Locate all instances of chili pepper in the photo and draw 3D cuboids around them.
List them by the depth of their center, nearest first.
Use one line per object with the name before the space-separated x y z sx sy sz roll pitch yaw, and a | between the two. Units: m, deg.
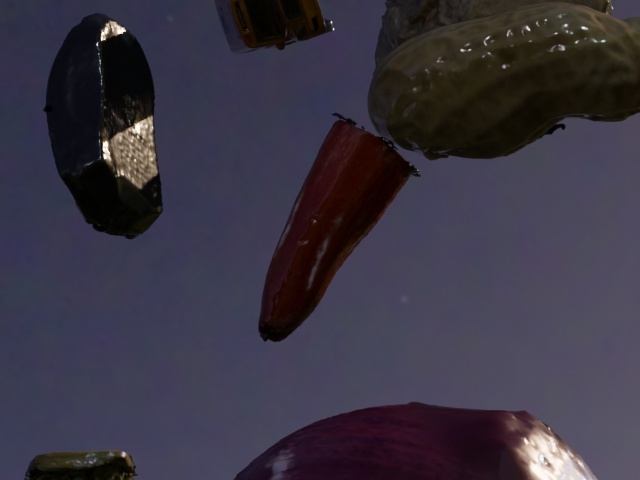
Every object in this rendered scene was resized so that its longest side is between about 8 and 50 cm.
chili pepper | 0.000 0.001 1.276 0.169 0.065 0.088 -60 -37 -6

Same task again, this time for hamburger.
hamburger | -0.313 0.345 2.270 0.159 0.131 0.185 -5 -12 -2

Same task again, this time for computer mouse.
computer mouse | -0.197 -0.101 1.535 0.073 0.217 0.122 -22 -36 20

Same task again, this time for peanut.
peanut | 0.209 -0.166 1.800 0.325 0.153 0.140 -8 5 2

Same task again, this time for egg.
egg | 0.214 -0.255 2.118 0.310 0.279 0.279 -42 -26 15

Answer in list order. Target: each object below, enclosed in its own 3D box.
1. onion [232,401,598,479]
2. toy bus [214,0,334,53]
onion | 0.008 0.269 0.963 0.385 0.347 0.348 -19 -18 24
toy bus | -0.050 -0.226 1.701 0.088 0.083 0.194 -19 6 -9
